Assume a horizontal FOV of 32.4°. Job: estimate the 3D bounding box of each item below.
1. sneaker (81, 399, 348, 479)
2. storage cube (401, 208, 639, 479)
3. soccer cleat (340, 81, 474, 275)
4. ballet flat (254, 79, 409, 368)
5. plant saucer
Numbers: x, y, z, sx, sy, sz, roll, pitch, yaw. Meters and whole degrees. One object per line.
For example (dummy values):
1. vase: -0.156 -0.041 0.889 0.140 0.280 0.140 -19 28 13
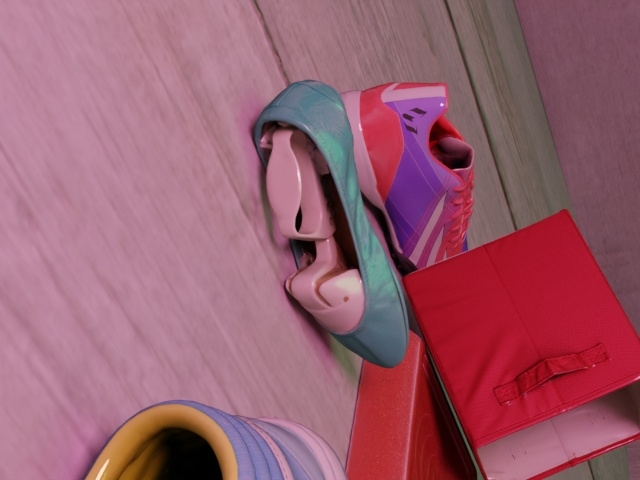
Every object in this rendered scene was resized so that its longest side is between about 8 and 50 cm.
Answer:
1. sneaker: -0.039 0.222 0.518 0.208 0.127 0.319 43 25 -60
2. storage cube: 0.210 0.116 1.105 0.215 0.183 0.193 63 5 -59
3. soccer cleat: 0.117 -0.048 1.140 0.318 0.116 0.109 54 31 -50
4. ballet flat: 0.000 0.000 0.869 0.087 0.083 0.247 -29 108 -45
5. plant saucer: 0.096 0.234 1.035 0.258 0.047 0.259 -77 149 -50
